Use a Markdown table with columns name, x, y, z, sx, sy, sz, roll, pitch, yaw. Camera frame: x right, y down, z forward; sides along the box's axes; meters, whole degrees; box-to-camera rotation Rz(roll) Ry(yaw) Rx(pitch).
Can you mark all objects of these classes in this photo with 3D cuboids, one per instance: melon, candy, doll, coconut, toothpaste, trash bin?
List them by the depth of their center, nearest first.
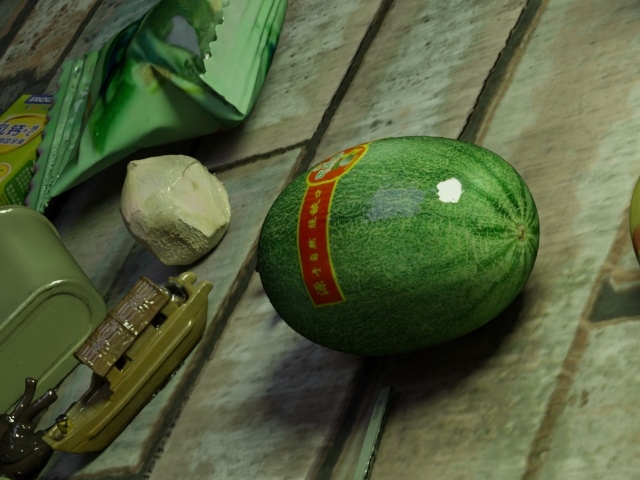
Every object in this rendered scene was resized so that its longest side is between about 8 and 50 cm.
| name | x | y | z | sx | sy | sz | roll | pitch | yaw |
| --- | --- | --- | --- | --- | --- | --- | --- | --- | --- |
| melon | 0.054 | 0.007 | 1.531 | 0.288 | 0.182 | 0.182 | -18 | 37 | 44 |
| doll | -0.331 | 0.215 | 1.885 | 0.139 | 0.057 | 0.165 | 21 | 83 | 49 |
| coconut | -0.159 | -0.040 | 1.940 | 0.110 | 0.124 | 0.110 | -35 | 27 | 21 |
| trash bin | -0.366 | 0.094 | 2.044 | 0.243 | 0.121 | 0.247 | -45 | 30 | -3 |
| candy | -0.202 | -0.182 | 2.139 | 0.398 | 0.172 | 0.263 | -20 | 36 | 34 |
| toothpaste | -0.409 | -0.061 | 2.274 | 0.110 | 0.077 | 0.327 | 4 | 42 | 37 |

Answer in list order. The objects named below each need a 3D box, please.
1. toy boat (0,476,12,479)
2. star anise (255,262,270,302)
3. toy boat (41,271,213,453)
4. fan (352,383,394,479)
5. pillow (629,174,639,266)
| name | x | y | z | sx | sy | sz | roll | pitch | yaw |
| --- | --- | --- | --- | --- | --- | --- | --- | --- | --- |
| toy boat | -0.309 | 0.283 | 1.755 | 0.089 | 0.071 | 0.185 | -1 | 27 | -10 |
| star anise | 0.000 | 0.000 | 1.751 | 0.168 | 0.057 | 0.168 | -41 | 28 | 27 |
| toy boat | -0.195 | 0.117 | 1.811 | 0.226 | 0.088 | 0.068 | -49 | 28 | -11 |
| fan | 0.026 | 0.249 | 1.410 | 0.294 | 0.012 | 0.223 | -52 | 28 | -14 |
| pillow | 0.334 | -0.041 | 1.342 | 0.233 | 0.086 | 0.214 | -32 | 40 | 17 |
